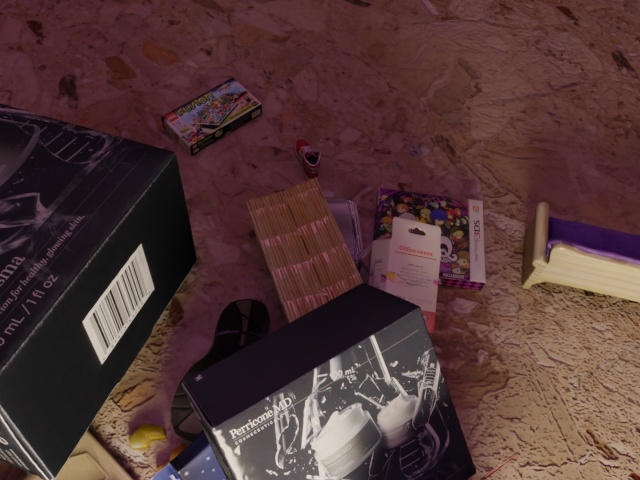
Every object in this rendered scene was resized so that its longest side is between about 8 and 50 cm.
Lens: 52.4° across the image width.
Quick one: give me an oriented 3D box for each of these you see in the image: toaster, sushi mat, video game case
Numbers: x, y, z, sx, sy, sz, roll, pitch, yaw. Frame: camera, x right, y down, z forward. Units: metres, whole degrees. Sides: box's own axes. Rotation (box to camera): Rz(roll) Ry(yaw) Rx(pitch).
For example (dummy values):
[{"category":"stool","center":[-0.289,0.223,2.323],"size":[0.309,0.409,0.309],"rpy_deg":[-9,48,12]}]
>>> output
[{"category":"toaster","center":[0.000,0.000,1.299],"size":[0.146,0.129,0.227],"rpy_deg":[-1,59,-10]},{"category":"sushi mat","center":[-0.022,0.033,1.188],"size":[0.151,0.019,0.317],"rpy_deg":[-18,64,-11]},{"category":"video game case","center":[0.227,-0.005,1.369],"size":[0.232,0.042,0.210],"rpy_deg":[8,57,1]}]

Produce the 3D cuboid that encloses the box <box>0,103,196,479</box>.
[{"category":"box","center":[-0.531,0.045,1.059],"size":[0.471,0.297,0.480],"rpy_deg":[15,50,13]}]

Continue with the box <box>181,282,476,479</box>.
[{"category":"box","center":[0.018,0.289,0.995],"size":[0.343,0.179,0.313],"rpy_deg":[-28,108,-19]}]

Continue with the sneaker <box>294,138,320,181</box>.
[{"category":"sneaker","center":[-0.028,-0.194,1.451],"size":[0.042,0.067,0.118],"rpy_deg":[-13,60,-13]}]

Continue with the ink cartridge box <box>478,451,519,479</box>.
[{"category":"ink cartridge box","center":[0.179,0.458,0.919],"size":[0.271,0.309,0.130],"rpy_deg":[-29,65,-20]}]

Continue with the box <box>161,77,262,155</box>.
[{"category":"box","center":[-0.251,-0.290,1.512],"size":[0.207,0.036,0.114],"rpy_deg":[-37,67,-23]}]

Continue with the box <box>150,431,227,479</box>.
[{"category":"box","center":[-0.154,0.355,1.063],"size":[0.225,0.136,0.036],"rpy_deg":[-39,39,-23]}]

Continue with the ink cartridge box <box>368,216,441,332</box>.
[{"category":"ink cartridge box","center":[0.153,0.064,1.198],"size":[0.115,0.067,0.198],"rpy_deg":[12,80,-26]}]

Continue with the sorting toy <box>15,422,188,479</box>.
[{"category":"sorting toy","center":[-0.370,0.413,1.063],"size":[0.229,0.041,0.307],"rpy_deg":[38,63,18]}]

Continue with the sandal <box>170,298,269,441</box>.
[{"category":"sandal","center":[-0.163,0.235,1.172],"size":[0.120,0.086,0.303],"rpy_deg":[14,43,11]}]

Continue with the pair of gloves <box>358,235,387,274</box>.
[{"category":"pair of gloves","center":[0.102,0.138,1.225],"size":[0.204,0.042,0.240],"rpy_deg":[47,66,-15]}]

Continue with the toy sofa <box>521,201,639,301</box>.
[{"category":"toy sofa","center":[0.600,0.033,1.296],"size":[0.362,0.177,0.150],"rpy_deg":[13,58,5]}]
